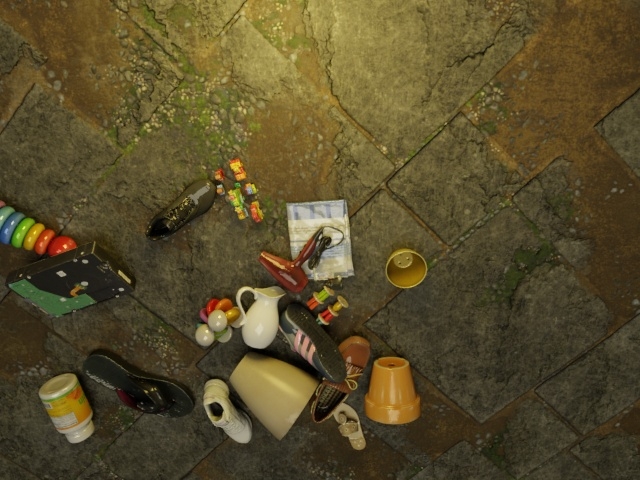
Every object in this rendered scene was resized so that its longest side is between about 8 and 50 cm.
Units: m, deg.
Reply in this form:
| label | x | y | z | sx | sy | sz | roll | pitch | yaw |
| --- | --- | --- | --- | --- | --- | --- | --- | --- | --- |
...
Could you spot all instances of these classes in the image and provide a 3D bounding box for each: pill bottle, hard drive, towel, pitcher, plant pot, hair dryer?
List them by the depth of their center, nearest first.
| label | x | y | z | sx | sy | sz | roll | pitch | yaw |
| --- | --- | --- | --- | --- | --- | --- | --- | --- | --- |
| hair dryer | -0.064 | 0.066 | 1.711 | 0.294 | 0.080 | 0.223 | -3 | 94 | 0 |
| plant pot | 0.283 | 0.079 | 1.713 | 0.135 | 0.095 | 0.134 | 0 | 113 | 1 |
| towel | 0.000 | 0.000 | 1.723 | 0.210 | 0.034 | 0.284 | -4 | 110 | 6 |
| hard drive | -0.845 | 0.141 | 1.737 | 0.339 | 0.064 | 0.236 | -20 | 137 | 9 |
| pitcher | -0.223 | 0.260 | 1.762 | 0.178 | 0.125 | 0.206 | 10 | 101 | -28 |
| plant pot | -0.186 | 0.535 | 1.849 | 0.274 | 0.256 | 0.256 | 34 | 110 | 5 |
| plant pot | 0.260 | 0.535 | 1.857 | 0.205 | 0.205 | 0.187 | -3 | 96 | 3 |
| pill bottle | -0.963 | 0.648 | 1.953 | 0.137 | 0.136 | 0.245 | -11 | 112 | 6 |

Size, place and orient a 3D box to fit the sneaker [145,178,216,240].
| label | x | y | z | sx | sy | sz | roll | pitch | yaw |
| --- | --- | --- | --- | --- | --- | --- | --- | --- | --- |
| sneaker | -0.451 | -0.088 | 1.647 | 0.286 | 0.130 | 0.109 | -40 | 104 | 14 |

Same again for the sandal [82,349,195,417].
| label | x | y | z | sx | sy | sz | roll | pitch | yaw |
| --- | --- | --- | --- | --- | --- | --- | --- | --- | --- |
| sandal | -0.699 | 0.576 | 1.932 | 0.446 | 0.107 | 0.167 | 28 | 110 | -10 |

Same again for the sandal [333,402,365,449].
| label | x | y | z | sx | sy | sz | roll | pitch | yaw |
| --- | --- | --- | --- | --- | --- | --- | --- | --- | --- |
| sandal | 0.119 | 0.745 | 1.996 | 0.088 | 0.079 | 0.239 | -22 | 110 | 10 |

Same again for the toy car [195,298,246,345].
| label | x | y | z | sx | sy | sz | roll | pitch | yaw |
| --- | --- | --- | --- | --- | --- | --- | --- | --- | --- |
| toy car | -0.369 | 0.281 | 1.800 | 0.182 | 0.159 | 0.136 | -48 | 69 | 18 |

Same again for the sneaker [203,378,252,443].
| label | x | y | z | sx | sy | sz | roll | pitch | yaw |
| --- | --- | --- | --- | --- | --- | --- | --- | --- | --- |
| sneaker | -0.366 | 0.683 | 1.945 | 0.114 | 0.152 | 0.305 | -25 | 111 | 9 |

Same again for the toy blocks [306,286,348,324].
| label | x | y | z | sx | sy | sz | roll | pitch | yaw |
| --- | --- | --- | --- | --- | --- | --- | --- | --- | --- |
| toy blocks | 0.005 | 0.240 | 1.808 | 0.123 | 0.054 | 0.148 | 42 | 108 | -15 |

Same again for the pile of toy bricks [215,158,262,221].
| label | x | y | z | sx | sy | sz | roll | pitch | yaw |
| --- | --- | --- | --- | --- | --- | --- | --- | --- | --- |
| pile of toy bricks | -0.268 | -0.143 | 1.632 | 0.118 | 0.105 | 0.212 | -17 | 111 | 8 |

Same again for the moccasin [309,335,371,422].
| label | x | y | z | sx | sy | sz | roll | pitch | yaw |
| --- | --- | --- | --- | --- | --- | --- | --- | --- | --- |
| moccasin | 0.067 | 0.511 | 1.865 | 0.139 | 0.147 | 0.380 | 32 | 109 | -11 |

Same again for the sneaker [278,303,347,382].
| label | x | y | z | sx | sy | sz | roll | pitch | yaw |
| --- | --- | --- | --- | --- | --- | --- | --- | --- | --- |
| sneaker | -0.034 | 0.378 | 1.796 | 0.319 | 0.112 | 0.131 | 53 | 131 | 14 |

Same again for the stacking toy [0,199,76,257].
| label | x | y | z | sx | sy | sz | roll | pitch | yaw |
| --- | --- | --- | --- | --- | --- | --- | --- | --- | --- |
| stacking toy | -0.978 | -0.025 | 1.691 | 0.331 | 0.141 | 0.141 | 25 | 111 | -14 |
